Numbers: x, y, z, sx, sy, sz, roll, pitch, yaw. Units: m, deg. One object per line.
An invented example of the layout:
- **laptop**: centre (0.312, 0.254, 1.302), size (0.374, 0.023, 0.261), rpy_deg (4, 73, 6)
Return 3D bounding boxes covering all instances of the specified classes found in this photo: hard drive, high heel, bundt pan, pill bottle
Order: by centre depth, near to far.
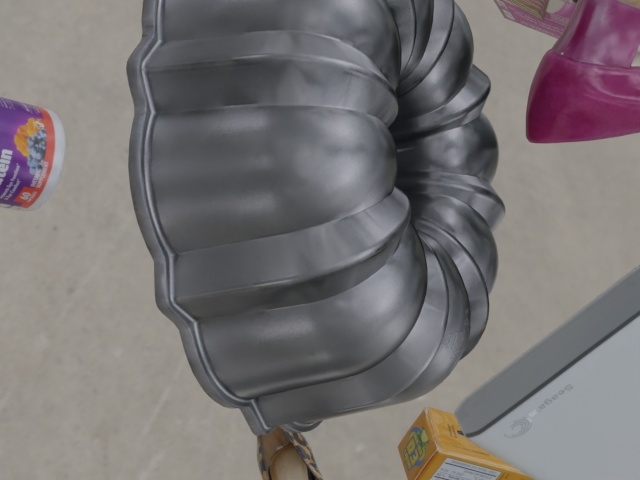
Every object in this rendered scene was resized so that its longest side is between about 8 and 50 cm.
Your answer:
- **bundt pan**: centre (0.023, -0.049, 0.812), size (0.331, 0.124, 0.331), rpy_deg (-7, 90, -65)
- **high heel**: centre (0.265, -0.084, 0.909), size (0.244, 0.117, 0.082), rpy_deg (18, 20, -9)
- **hard drive**: centre (0.277, 0.147, 1.110), size (0.307, 0.203, 0.040), rpy_deg (34, 23, -42)
- **pill bottle**: centre (-0.356, -0.096, 1.296), size (0.193, 0.108, 0.108), rpy_deg (12, 54, -39)
- **high heel**: centre (-0.031, 0.297, 1.545), size (0.186, 0.093, 0.261), rpy_deg (59, 1, -2)

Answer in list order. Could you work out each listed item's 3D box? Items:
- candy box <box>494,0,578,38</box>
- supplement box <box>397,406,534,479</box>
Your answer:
- **candy box**: centre (0.229, -0.302, 1.414), size (0.159, 0.071, 0.233), rpy_deg (32, -8, 40)
- **supplement box**: centre (0.215, 0.282, 1.655), size (0.233, 0.080, 0.078), rpy_deg (21, 30, -24)
